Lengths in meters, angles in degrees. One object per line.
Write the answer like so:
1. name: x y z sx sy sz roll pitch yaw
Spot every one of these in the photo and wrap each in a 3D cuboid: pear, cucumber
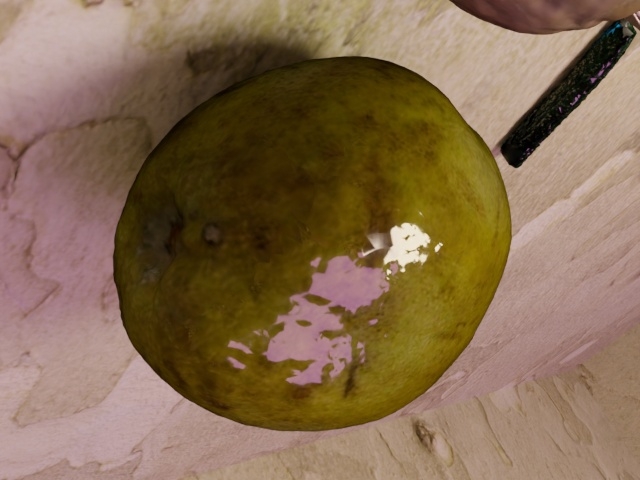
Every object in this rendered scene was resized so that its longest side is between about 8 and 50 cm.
1. pear: 0.000 0.000 0.756 0.413 0.352 0.352 -1 143 -50
2. cucumber: 0.333 -0.196 1.074 0.044 0.043 0.256 -12 150 -43

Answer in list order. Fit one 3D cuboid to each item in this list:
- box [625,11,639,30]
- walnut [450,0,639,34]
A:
1. box: 0.374 -0.334 0.664 0.353 0.214 0.069 -37 119 18
2. walnut: 0.170 -0.266 0.549 0.248 0.248 0.248 -24 155 -12
